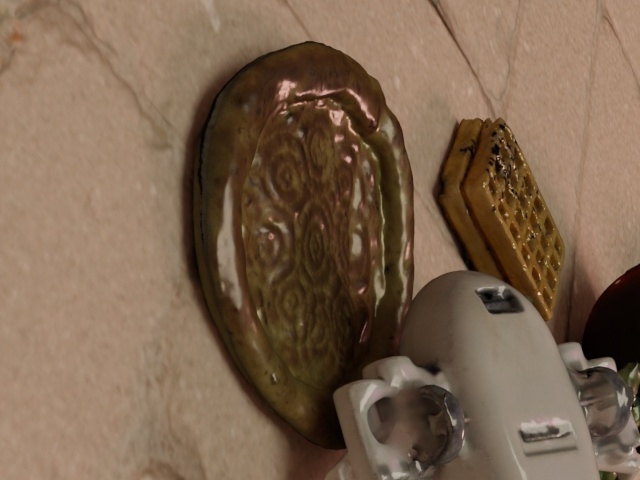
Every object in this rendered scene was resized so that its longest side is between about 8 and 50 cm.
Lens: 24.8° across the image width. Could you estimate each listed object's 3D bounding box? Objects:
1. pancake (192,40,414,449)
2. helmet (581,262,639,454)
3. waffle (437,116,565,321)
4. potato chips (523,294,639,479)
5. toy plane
[{"bbox_3d":[-0.001,0.000,0.880,0.250,0.031,0.250,15,72,-59],"label":"pancake"},{"bbox_3d":[0.325,0.100,1.265,0.189,0.193,0.216,63,-14,12],"label":"helmet"},{"bbox_3d":[0.143,-0.014,1.136,0.148,0.042,0.102,61,33,-29],"label":"waffle"},{"bbox_3d":[0.174,0.256,1.043,0.373,0.097,0.389,38,48,-49],"label":"potato chips"},{"bbox_3d":[0.108,0.140,0.881,0.252,0.118,0.252,16,61,-30],"label":"toy plane"}]
